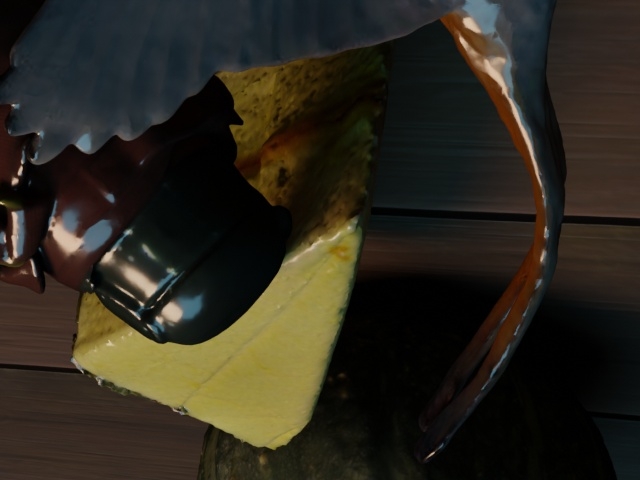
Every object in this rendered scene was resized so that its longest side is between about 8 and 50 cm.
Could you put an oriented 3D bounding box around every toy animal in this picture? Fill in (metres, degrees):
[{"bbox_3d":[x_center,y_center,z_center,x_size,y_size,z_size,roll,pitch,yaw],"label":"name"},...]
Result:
[{"bbox_3d":[0.062,-0.086,0.778,0.302,0.225,0.284,-37,105,23],"label":"toy animal"}]

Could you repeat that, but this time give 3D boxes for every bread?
[{"bbox_3d":[0.001,-0.002,1.055,0.163,0.167,0.264,28,148,-32],"label":"bread"}]

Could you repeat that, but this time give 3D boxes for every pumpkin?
[{"bbox_3d":[0.049,0.195,1.311,0.292,0.257,0.327,7,148,-15],"label":"pumpkin"}]

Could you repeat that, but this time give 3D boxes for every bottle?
[{"bbox_3d":[-0.134,-0.060,0.913,0.271,0.156,0.143,44,169,9],"label":"bottle"}]
